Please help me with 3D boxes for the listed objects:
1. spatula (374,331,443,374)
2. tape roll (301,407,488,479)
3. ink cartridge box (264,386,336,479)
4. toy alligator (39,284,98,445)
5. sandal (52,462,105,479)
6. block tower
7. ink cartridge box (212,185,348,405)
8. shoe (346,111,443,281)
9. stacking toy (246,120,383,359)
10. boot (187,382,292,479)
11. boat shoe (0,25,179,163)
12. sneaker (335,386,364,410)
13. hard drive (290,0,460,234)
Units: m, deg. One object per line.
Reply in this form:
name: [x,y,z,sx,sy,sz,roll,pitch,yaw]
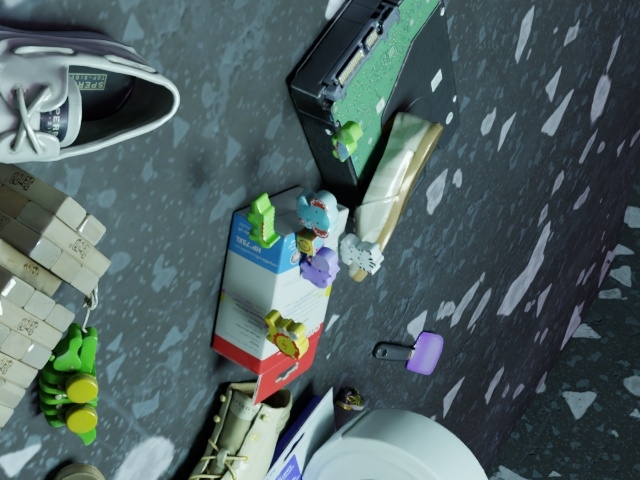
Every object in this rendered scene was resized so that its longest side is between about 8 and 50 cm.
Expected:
spatula: [0.162,0.206,1.725,0.296,0.030,0.084,17,97,-65]
tape roll: [0.113,0.398,1.409,0.100,0.286,0.286,-32,140,-52]
ink cartridge box: [-0.046,0.341,1.426,0.206,0.045,0.208,-49,153,-30]
toy alligator: [-0.230,0.115,0.854,0.051,0.056,0.190,-2,123,-17]
sandal: [-0.249,0.337,0.999,0.088,0.079,0.240,-3,106,-14]
block tower: [-0.285,0.107,0.684,0.335,0.097,0.091,-58,154,-11]
ink cartridge box: [-0.052,0.066,1.116,0.134,0.078,0.231,-26,135,-52]
shoe: [0.078,-0.054,1.149,0.219,0.058,0.076,-65,175,10]
stacking toy: [0.000,0.000,1.008,0.167,0.052,0.221,-46,145,-35]
boot: [-0.129,0.284,1.152,0.262,0.095,0.204,-6,119,-64]
boat shoe: [-0.205,-0.095,0.654,0.267,0.088,0.096,-16,127,-59]
sneaker: [0.056,0.264,1.570,0.083,0.031,0.035,10,104,-64]
hard drive: [0.081,-0.168,1.175,0.237,0.064,0.339,-56,155,-17]
